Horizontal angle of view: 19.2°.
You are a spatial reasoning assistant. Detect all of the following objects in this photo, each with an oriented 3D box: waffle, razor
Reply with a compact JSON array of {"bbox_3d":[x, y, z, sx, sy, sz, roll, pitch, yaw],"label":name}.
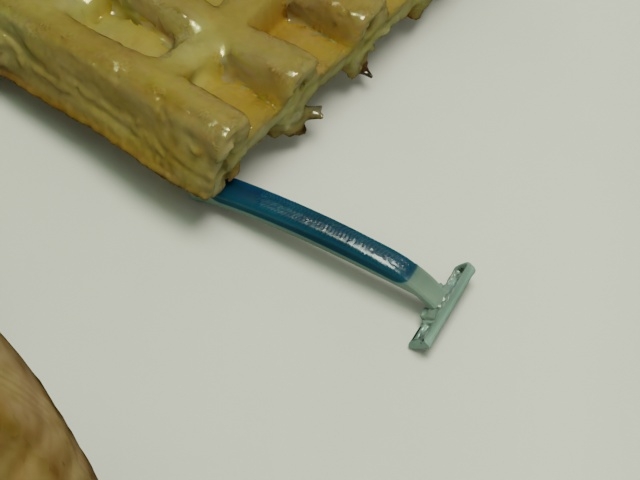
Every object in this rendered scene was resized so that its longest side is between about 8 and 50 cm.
[{"bbox_3d":[-0.082,-0.202,1.295,0.304,0.077,0.348,32,57,20],"label":"waffle"},{"bbox_3d":[0.001,-0.002,1.200,0.191,0.037,0.068,27,60,12],"label":"razor"}]

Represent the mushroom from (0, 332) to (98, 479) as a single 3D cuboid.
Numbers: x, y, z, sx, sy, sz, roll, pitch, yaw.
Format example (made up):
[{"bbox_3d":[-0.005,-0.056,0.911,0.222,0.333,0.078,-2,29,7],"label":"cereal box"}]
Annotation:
[{"bbox_3d":[-0.198,0.167,0.877,0.397,0.224,0.313,33,82,-27],"label":"mushroom"}]
